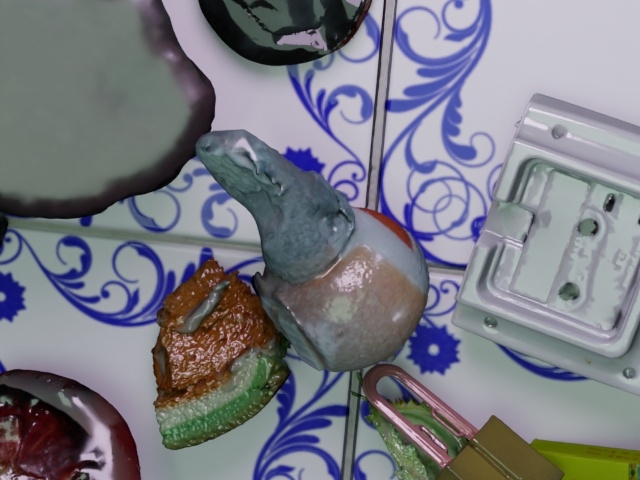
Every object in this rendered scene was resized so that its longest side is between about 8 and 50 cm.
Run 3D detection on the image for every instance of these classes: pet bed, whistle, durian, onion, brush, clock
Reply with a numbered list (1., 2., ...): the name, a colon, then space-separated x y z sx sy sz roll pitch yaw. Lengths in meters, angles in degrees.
1. pet bed: -0.038 -0.277 1.531 0.201 0.053 0.201 2 103 9
2. whistle: 0.000 0.000 1.498 0.189 0.189 0.348 -26 124 13
3. durian: 0.111 0.233 1.601 0.086 0.100 0.215 -42 69 16
4. onion: -0.327 0.286 1.654 0.272 0.195 0.272 -2 66 5
5. brush: 0.140 0.212 1.569 0.233 0.103 0.047 41 142 13
6. clock: 0.274 0.008 1.503 0.231 0.116 0.262 22 106 14

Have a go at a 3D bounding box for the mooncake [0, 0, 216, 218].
1. mooncake: -0.297 -0.212 1.488 0.350 0.212 0.381 -7 98 -8

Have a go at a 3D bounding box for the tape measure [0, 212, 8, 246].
1. tape measure: -0.516 -0.064 1.606 0.330 0.164 0.084 16 72 3

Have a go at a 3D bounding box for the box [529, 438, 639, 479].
1. box: 0.384 0.321 1.560 0.335 0.047 0.187 3 103 26

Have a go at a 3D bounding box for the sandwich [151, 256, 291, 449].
1. sandwich: -0.132 0.132 1.610 0.184 0.109 0.160 -37 97 14
